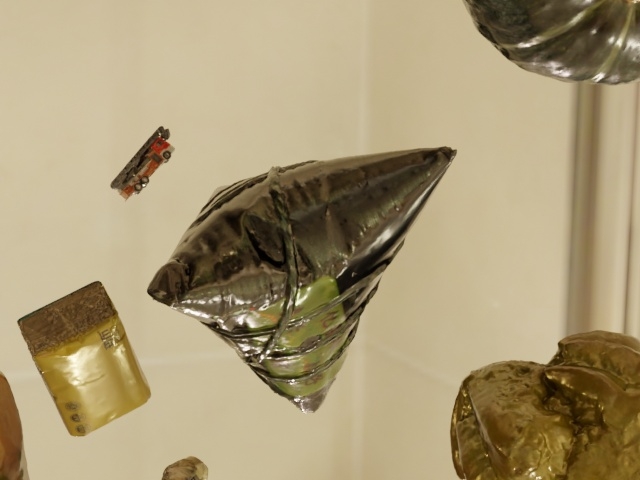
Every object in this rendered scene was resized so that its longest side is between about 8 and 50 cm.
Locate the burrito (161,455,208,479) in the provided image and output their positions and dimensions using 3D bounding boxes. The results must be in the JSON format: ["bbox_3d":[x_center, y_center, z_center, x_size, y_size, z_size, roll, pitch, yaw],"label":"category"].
[{"bbox_3d":[-0.095,0.230,1.191,0.042,0.171,0.051,3,-159,10],"label":"burrito"}]

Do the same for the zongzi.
[{"bbox_3d":[0.000,0.000,1.968,0.362,0.319,0.383,-26,168,2],"label":"zongzi"}]

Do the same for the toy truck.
[{"bbox_3d":[-0.173,-0.076,1.691,0.032,0.083,0.024,41,165,0],"label":"toy truck"}]

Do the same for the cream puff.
[{"bbox_3d":[0.310,0.231,2.063,0.270,0.274,0.323,30,-164,-27],"label":"cream puff"}]

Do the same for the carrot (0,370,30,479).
[{"bbox_3d":[-0.280,0.222,1.341,0.114,0.301,0.114,-2,-147,1],"label":"carrot"}]

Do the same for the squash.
[{"bbox_3d":[0.223,-0.238,1.300,0.252,0.252,0.165,0,-145,-7],"label":"squash"}]

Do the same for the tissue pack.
[{"bbox_3d":[-0.290,0.150,2.114,0.120,0.169,0.082,-26,-134,-12],"label":"tissue pack"}]
